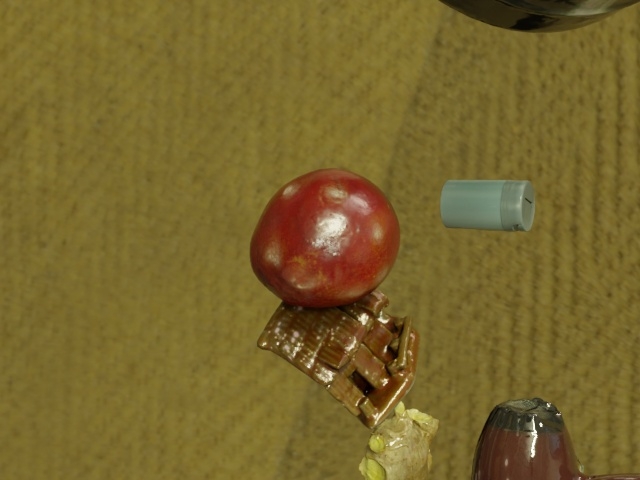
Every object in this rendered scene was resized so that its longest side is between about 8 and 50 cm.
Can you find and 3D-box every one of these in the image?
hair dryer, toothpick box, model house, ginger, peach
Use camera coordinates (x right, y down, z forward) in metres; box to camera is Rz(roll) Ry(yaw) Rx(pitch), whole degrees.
[{"bbox_3d":[0.340,0.335,1.270,0.341,0.123,0.312,-3,97,26],"label":"hair dryer"},{"bbox_3d":[0.167,-0.035,1.129,0.083,0.052,0.052,3,83,26],"label":"toothpick box"},{"bbox_3d":[0.032,0.148,1.790,0.199,0.229,0.220,-53,24,-12],"label":"model house"},{"bbox_3d":[0.139,0.372,1.956,0.102,0.157,0.216,25,124,44],"label":"ginger"},{"bbox_3d":[0.000,0.000,1.675,0.243,0.243,0.199,-18,101,18],"label":"peach"}]

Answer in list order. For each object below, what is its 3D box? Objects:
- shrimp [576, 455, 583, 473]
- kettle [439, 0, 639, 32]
[{"bbox_3d":[0.400,0.357,1.696,0.144,0.251,0.052,20,78,28],"label":"shrimp"},{"bbox_3d":[0.203,-0.258,0.545,0.321,0.324,0.228,-3,82,-16],"label":"kettle"}]
